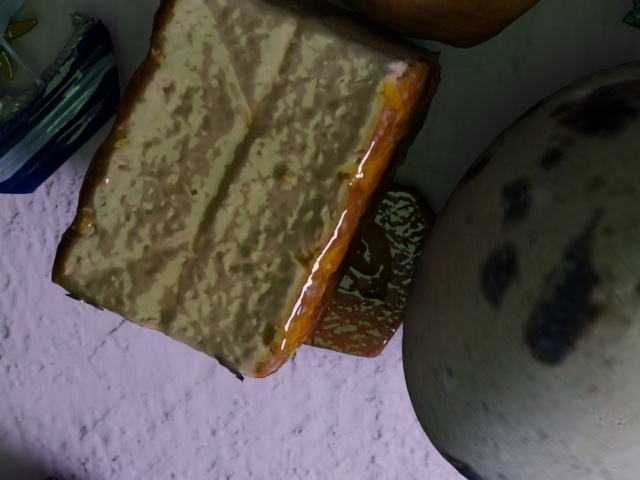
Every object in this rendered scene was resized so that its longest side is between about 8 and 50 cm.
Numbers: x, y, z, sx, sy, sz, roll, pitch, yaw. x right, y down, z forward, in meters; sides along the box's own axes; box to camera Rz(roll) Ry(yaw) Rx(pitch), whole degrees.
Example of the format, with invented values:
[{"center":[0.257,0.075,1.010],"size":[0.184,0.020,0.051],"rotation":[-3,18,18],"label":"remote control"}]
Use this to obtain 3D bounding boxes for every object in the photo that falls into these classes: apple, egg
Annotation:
[{"center":[0.094,-0.264,1.414],"size":[0.188,0.211,0.211],"rotation":[15,113,-29],"label":"apple"},{"center":[0.255,0.047,1.442],"size":[0.345,0.345,0.428],"rotation":[39,114,-10],"label":"egg"}]

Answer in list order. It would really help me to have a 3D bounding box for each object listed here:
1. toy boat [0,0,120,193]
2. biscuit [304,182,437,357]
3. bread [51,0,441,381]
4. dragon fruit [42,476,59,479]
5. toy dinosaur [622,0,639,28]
[{"center":[-0.321,-0.176,1.556],"size":[0.220,0.067,0.291],"rotation":[-41,100,18],"label":"toy boat"},{"center":[0.000,-0.001,1.608],"size":[0.215,0.034,0.182],"rotation":[35,108,-6],"label":"biscuit"},{"center":[-0.049,-0.063,1.438],"size":[0.207,0.279,0.279],"rotation":[26,99,7],"label":"bread"},{"center":[-0.251,0.342,1.653],"size":[0.299,0.244,0.244],"rotation":[13,112,18],"label":"dragon fruit"},{"center":[0.297,-0.231,1.458],"size":[0.259,0.094,0.153],"rotation":[19,87,-9],"label":"toy dinosaur"}]
